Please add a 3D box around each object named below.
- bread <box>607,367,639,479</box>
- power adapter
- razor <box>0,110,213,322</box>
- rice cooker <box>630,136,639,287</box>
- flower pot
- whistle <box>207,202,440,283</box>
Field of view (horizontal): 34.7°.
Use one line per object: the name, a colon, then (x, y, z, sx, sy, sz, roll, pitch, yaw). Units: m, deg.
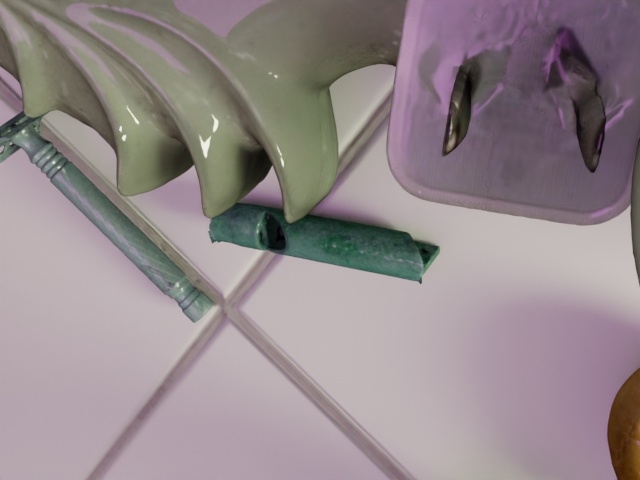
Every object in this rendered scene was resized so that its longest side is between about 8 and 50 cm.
bread: (0.263, 0.159, 0.699, 0.114, 0.077, 0.189, -19, 101, 14)
power adapter: (0.103, -0.079, 0.519, 0.130, 0.205, 0.125, 10, 113, 8)
razor: (-0.183, -0.016, 0.873, 0.232, 0.106, 0.068, 47, 126, -8)
rice cooker: (0.308, -0.031, 0.433, 0.335, 0.325, 0.335, 11, 116, 24)
flower pot: (-0.104, -0.171, 0.703, 0.367, 0.164, 0.254, 38, 112, 4)
whistle: (0.000, 0.000, 0.798, 0.186, 0.039, 0.039, 11, 116, 25)
